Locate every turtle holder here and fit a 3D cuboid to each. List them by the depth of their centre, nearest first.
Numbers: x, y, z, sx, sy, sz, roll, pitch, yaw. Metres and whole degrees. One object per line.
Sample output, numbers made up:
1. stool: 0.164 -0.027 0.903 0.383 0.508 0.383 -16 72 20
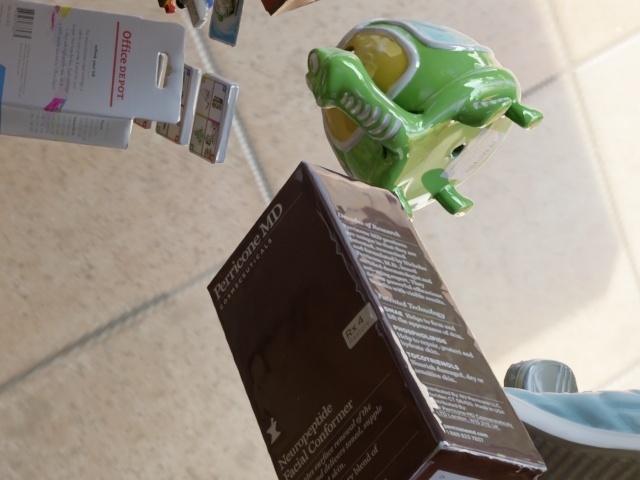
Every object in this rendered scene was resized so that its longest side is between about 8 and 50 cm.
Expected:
1. turtle holder: 0.097 -0.157 1.729 0.320 0.227 0.243 -24 154 -38

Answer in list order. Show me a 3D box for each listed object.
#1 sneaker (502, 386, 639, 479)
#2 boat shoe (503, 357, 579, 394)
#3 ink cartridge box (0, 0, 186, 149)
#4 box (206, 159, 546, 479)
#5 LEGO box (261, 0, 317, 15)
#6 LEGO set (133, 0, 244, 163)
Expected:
1. sneaker: 0.249 0.200 1.315 0.150 0.365 0.135 -25 121 -50
2. boat shoe: 0.314 0.241 1.953 0.320 0.103 0.118 32 63 -59
3. ink cartridge box: -0.210 -0.140 1.173 0.181 0.061 0.104 7 65 -11
4. box: 0.038 0.121 1.307 0.143 0.381 0.191 19 120 -35
5. LEGO box: 0.116 -0.441 1.086 0.500 0.193 0.373 -24 88 -29
6. LEGO set: -0.107 -0.212 1.308 0.060 0.182 0.244 1 107 -37
